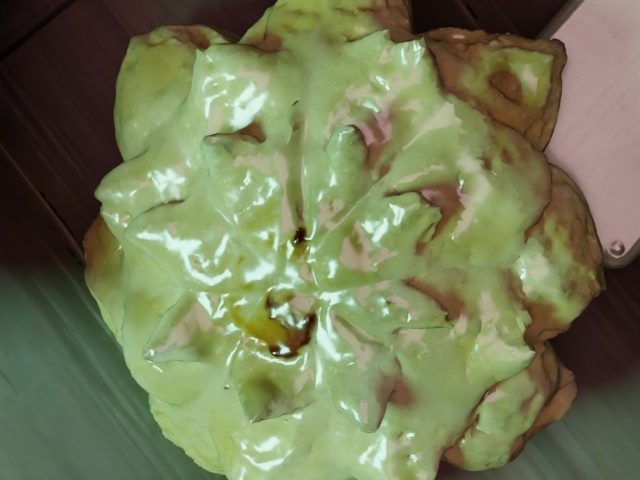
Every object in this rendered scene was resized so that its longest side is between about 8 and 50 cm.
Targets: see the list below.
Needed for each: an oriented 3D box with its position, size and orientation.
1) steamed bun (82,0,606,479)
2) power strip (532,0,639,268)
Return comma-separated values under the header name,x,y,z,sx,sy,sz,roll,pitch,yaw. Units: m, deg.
name,x,y,z,sx,sy,sz,roll,pitch,yaw
steamed bun,0.000,0.000,0.799,0.295,0.137,0.292,-37,86,21
power strip,0.193,-0.109,0.835,0.118,0.046,0.270,42,100,4
